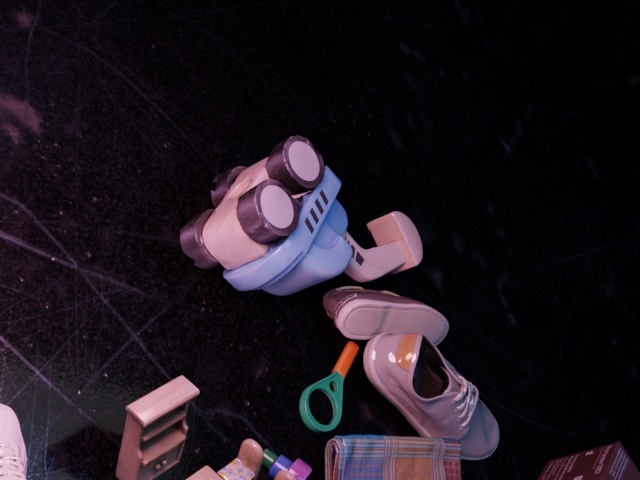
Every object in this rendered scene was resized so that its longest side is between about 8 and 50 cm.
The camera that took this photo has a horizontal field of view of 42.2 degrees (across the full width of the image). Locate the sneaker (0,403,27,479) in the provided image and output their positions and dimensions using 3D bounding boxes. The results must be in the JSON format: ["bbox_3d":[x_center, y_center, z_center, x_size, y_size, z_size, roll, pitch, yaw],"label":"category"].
[{"bbox_3d":[-0.415,0.323,1.096,0.090,0.115,0.232,11,59,-42],"label":"sneaker"}]

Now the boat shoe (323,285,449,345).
[{"bbox_3d":[0.144,0.164,1.777,0.324,0.116,0.097,13,19,-39],"label":"boat shoe"}]

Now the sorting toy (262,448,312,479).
[{"bbox_3d":[-0.152,0.446,1.329,0.126,0.127,0.365,32,35,14],"label":"sorting toy"}]

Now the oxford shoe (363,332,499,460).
[{"bbox_3d":[0.266,0.337,1.747,0.449,0.130,0.169,44,48,-32],"label":"oxford shoe"}]

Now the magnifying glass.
[{"bbox_3d":[0.025,0.286,1.647,0.092,0.026,0.231,48,43,-13],"label":"magnifying glass"}]

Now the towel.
[{"bbox_3d":[0.151,0.509,1.578,0.370,0.040,0.271,13,72,-41],"label":"towel"}]

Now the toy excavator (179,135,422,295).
[{"bbox_3d":[0.000,0.000,1.663,0.445,0.222,0.433,49,42,-21],"label":"toy excavator"}]

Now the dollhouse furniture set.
[{"bbox_3d":[-0.175,0.344,1.209,0.242,0.161,0.212,35,37,24],"label":"dollhouse furniture set"}]

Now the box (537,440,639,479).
[{"bbox_3d":[0.631,0.602,1.930,0.167,0.203,0.168,57,39,-1],"label":"box"}]
